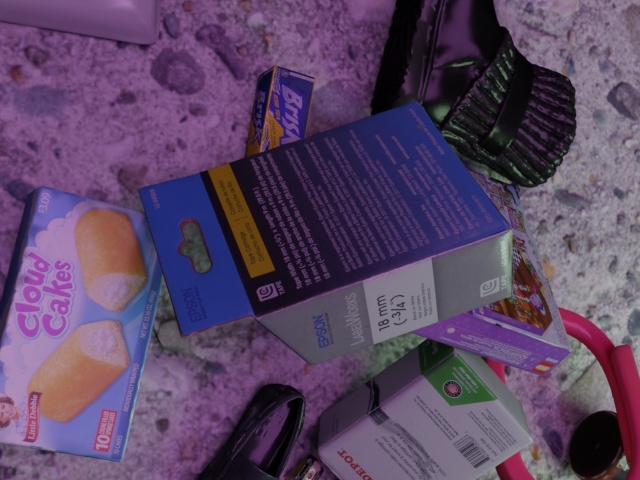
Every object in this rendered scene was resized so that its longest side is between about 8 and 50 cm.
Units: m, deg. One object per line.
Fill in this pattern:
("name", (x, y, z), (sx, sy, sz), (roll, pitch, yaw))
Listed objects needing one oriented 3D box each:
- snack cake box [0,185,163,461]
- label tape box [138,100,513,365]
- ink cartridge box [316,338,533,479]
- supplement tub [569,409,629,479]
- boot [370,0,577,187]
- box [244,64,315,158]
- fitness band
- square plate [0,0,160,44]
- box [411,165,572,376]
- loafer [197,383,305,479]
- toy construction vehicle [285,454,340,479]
("snack cake box", (-0.265, 0.090, 1.022), (0.152, 0.089, 0.264), (15, 79, -24))
("label tape box", (0.000, 0.000, 1.016), (0.334, 0.240, 0.106), (-18, 134, -7))
("ink cartridge box", (0.120, 0.224, 1.139), (0.208, 0.087, 0.153), (-37, 105, 15))
("supplement tub", (0.450, 0.319, 1.333), (0.198, 0.106, 0.106), (29, 74, -21))
("boot", (0.229, -0.264, 1.259), (0.260, 0.131, 0.348), (17, 89, -17))
("box", (-0.054, -0.121, 1.158), (0.059, 0.054, 0.168), (13, 80, -24))
("fitness band", (0.316, 0.221, 1.244), (0.209, 0.054, 0.290), (-4, 63, -5))
("square plate", (-0.333, -0.412, 1.054), (0.344, 0.049, 0.347), (4, 84, -25))
("box", (0.176, 0.012, 1.163), (0.201, 0.057, 0.293), (20, 38, -23))
("loafer", (-0.085, 0.266, 1.097), (0.076, 0.078, 0.223), (35, 72, -19))
("toy construction vehicle", (-0.007, 0.306, 1.160), (0.086, 0.035, 0.098), (45, 71, -27))
